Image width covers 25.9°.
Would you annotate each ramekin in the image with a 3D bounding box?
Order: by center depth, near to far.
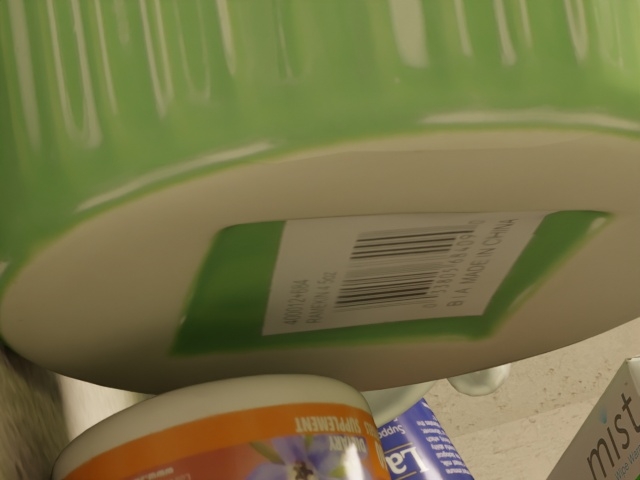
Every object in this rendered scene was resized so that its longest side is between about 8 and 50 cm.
[{"bbox_3d":[0.009,-0.048,0.499,0.303,0.303,0.148,72,9,-69],"label":"ramekin"}]

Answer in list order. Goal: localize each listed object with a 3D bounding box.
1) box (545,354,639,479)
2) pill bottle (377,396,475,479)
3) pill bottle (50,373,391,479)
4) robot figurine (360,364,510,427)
[{"bbox_3d":[0.186,0.204,0.617,0.262,0.126,0.231,106,-28,-53],"label":"box"},{"bbox_3d":[0.051,0.217,0.999,0.265,0.153,0.153,58,-7,26],"label":"pill bottle"},{"bbox_3d":[-0.015,0.164,0.471,0.121,0.121,0.216,72,2,-68],"label":"pill bottle"},{"bbox_3d":[0.000,0.000,0.906,0.300,0.200,0.353,36,16,-5],"label":"robot figurine"}]
